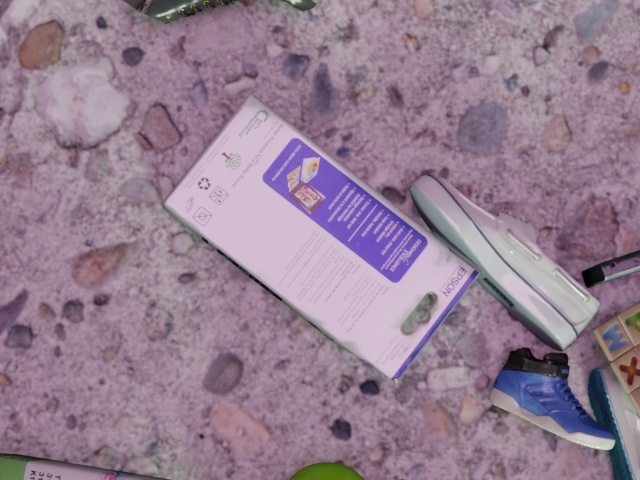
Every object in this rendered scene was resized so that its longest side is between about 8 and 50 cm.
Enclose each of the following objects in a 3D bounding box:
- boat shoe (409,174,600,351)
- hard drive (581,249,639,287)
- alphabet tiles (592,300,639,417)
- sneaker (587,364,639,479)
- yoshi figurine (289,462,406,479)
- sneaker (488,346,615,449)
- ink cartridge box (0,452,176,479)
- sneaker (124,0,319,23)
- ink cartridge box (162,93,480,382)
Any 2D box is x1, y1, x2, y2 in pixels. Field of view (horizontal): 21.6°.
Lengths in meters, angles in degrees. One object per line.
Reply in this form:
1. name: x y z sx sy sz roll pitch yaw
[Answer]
1. boat shoe: 0.210 0.010 1.906 0.084 0.095 0.258 -46 99 -12
2. hard drive: 0.371 0.019 1.907 0.135 0.094 0.022 -18 85 -6
3. alphabet tiles: 0.427 0.166 1.892 0.198 0.009 0.237 -26 85 -36
4. sneaker: 0.377 0.244 1.889 0.092 0.087 0.229 -14 88 -11
5. yoshi figurine: 0.090 0.349 1.813 0.362 0.203 0.203 16 67 0
6. sneaker: 0.269 0.171 1.879 0.152 0.058 0.085 24 94 27
7. ink cartridge box: -0.235 0.344 1.776 0.278 0.117 0.201 7 83 15
8. sneaker: -0.117 -0.286 1.924 0.222 0.083 0.118 23 101 -8
9. ink cartridge box: 0.000 0.000 1.898 0.332 0.065 0.165 39 82 2
